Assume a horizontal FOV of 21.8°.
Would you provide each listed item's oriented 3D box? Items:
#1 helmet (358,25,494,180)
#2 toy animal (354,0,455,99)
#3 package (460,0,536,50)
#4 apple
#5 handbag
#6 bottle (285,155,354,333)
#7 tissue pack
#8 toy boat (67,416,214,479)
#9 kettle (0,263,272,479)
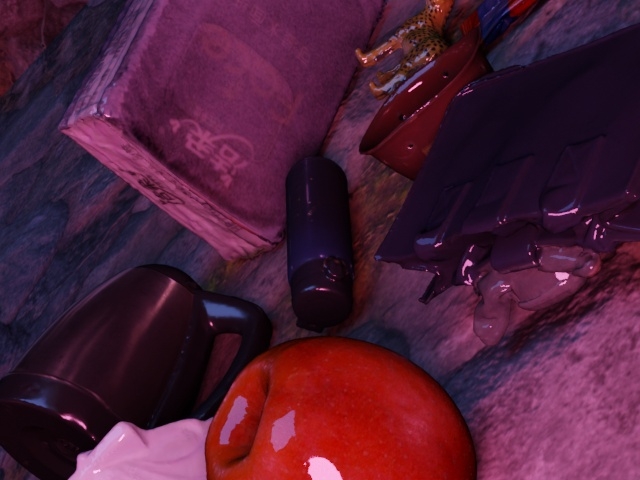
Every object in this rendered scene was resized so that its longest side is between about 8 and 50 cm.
[{"bbox_3d":[0.134,-0.123,1.685,0.175,0.106,0.155,-50,13,3],"label":"helmet"},{"bbox_3d":[0.114,-0.213,1.892,0.136,0.073,0.181,-39,24,14],"label":"toy animal"},{"bbox_3d":[0.227,-0.278,1.827,0.200,0.022,0.083,-42,26,27],"label":"package"},{"bbox_3d":[0.016,0.189,1.375,0.218,0.201,0.218,-46,28,33],"label":"apple"},{"bbox_3d":[0.208,-0.051,1.447,0.325,0.118,0.269,-18,35,54],"label":"handbag"},{"bbox_3d":[0.000,0.000,1.803,0.244,0.072,0.082,-92,26,-54],"label":"bottle"},{"bbox_3d":[-0.110,-0.215,2.028,0.124,0.288,0.394,-16,43,53],"label":"tissue pack"},{"bbox_3d":[-0.114,0.251,1.489,0.199,0.290,0.100,-52,51,4],"label":"toy boat"},{"bbox_3d":[-0.213,0.134,1.867,0.250,0.207,0.271,-30,24,54],"label":"kettle"}]
